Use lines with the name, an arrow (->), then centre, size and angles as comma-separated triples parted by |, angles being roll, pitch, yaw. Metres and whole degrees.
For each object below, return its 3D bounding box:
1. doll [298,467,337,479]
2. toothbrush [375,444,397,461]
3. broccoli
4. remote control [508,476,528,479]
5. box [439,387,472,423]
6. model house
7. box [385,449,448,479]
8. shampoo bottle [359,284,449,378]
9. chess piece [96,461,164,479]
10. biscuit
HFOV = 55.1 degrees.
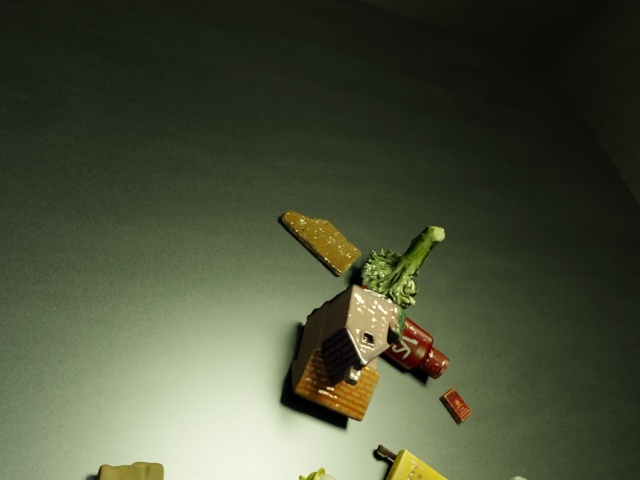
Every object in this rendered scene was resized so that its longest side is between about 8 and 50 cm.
doll -> 0.047, 0.539, 1.273 | 0.207, 0.129, 0.081 | 27, 71, 7
toothbrush -> 0.283, 0.584, 1.452 | 0.364, 0.041, 0.041 | 35, 43, -7
broccoli -> 0.221, 0.084, 1.654 | 0.177, 0.275, 0.199 | 30, 54, -14
remote control -> 0.493, 0.722, 1.474 | 0.140, 0.056, 0.296 | 40, 43, -8
box -> 0.361, 0.441, 1.640 | 0.051, 0.023, 0.082 | -20, 69, -45
model house -> 0.075, 0.273, 1.428 | 0.202, 0.237, 0.237 | 32, 47, -19
box -> 0.260, 0.613, 1.385 | 0.269, 0.043, 0.152 | 37, 61, -4
shampoo bottle -> 0.195, 0.249, 1.616 | 0.314, 0.118, 0.076 | 37, 6, -5
chess piece -> -0.327, 0.514, 1.034 | 0.137, 0.137, 0.301 | 19, 34, -22
biscuit -> 0.002, -0.008, 1.753 | 0.237, 0.026, 0.131 | 43, 41, 3
